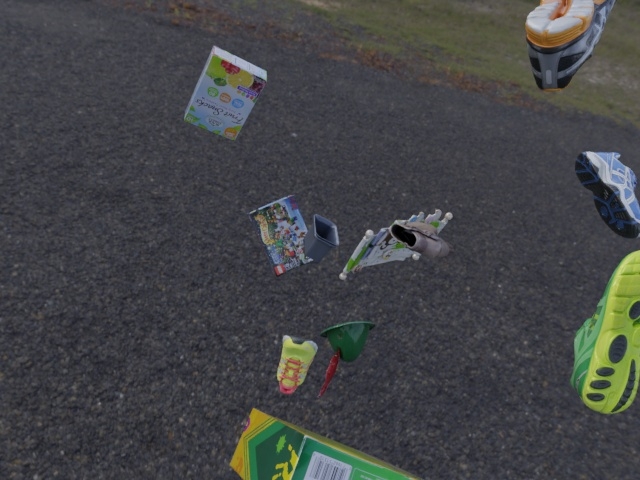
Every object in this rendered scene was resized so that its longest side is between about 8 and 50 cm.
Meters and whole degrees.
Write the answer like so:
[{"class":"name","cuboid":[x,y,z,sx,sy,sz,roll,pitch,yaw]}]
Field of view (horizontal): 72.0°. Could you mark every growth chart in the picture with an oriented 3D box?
[{"class":"growth chart","cuboid":[0.163,0.005,0.940,0.238,0.171,0.021,-11,54,-29]}]

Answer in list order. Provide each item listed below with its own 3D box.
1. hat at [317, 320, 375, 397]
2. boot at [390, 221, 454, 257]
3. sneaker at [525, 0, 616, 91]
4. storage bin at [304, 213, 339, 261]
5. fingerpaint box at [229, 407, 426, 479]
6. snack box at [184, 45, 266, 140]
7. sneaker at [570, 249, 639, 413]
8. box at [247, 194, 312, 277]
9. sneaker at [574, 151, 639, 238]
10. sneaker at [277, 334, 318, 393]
[{"class":"hat","cuboid":[0.091,0.361,1.343,0.173,0.208,0.183,1,65,-19]},{"class":"boot","cuboid":[0.136,-0.008,0.641,0.087,0.042,0.118,13,12,-33]},{"class":"sneaker","cuboid":[0.299,-0.255,0.529,0.084,0.083,0.215,17,49,39]},{"class":"storage bin","cuboid":[0.000,0.000,1.365,0.098,0.091,0.135,27,28,-19]},{"class":"fingerpaint box","cuboid":[0.050,0.582,1.053,0.445,0.371,0.163,30,68,-18]},{"class":"snack box","cuboid":[-0.171,-0.258,0.788,0.100,0.141,0.037,19,43,-27]},{"class":"sneaker","cuboid":[0.515,0.151,0.784,0.110,0.295,0.123,23,0,-2]},{"class":"box","cuboid":[-0.123,-0.015,1.465,0.159,0.232,0.044,-26,16,-15]},{"class":"sneaker","cuboid":[0.595,-0.101,0.879,0.081,0.080,0.211,-9,61,2]},{"class":"sneaker","cuboid":[-0.059,0.289,1.007,0.082,0.208,0.094,14,51,5]}]
